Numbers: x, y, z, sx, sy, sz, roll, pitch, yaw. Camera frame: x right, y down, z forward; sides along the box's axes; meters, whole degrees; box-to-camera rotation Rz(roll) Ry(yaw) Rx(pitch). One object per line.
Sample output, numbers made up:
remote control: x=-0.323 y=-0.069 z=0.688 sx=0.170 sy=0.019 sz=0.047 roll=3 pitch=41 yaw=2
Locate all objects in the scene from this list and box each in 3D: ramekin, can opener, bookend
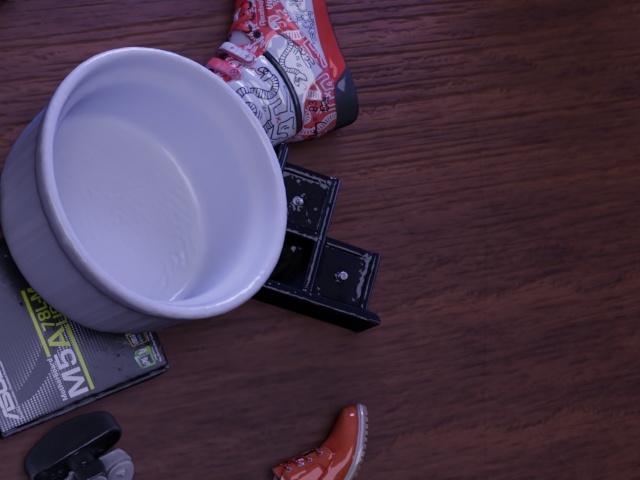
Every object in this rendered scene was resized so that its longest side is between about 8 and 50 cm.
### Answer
ramekin: x=-0.181 y=-0.039 z=1.499 sx=0.277 sy=0.135 sz=0.277 roll=15 pitch=64 yaw=-34
can opener: x=-0.312 y=0.271 z=1.488 sx=0.280 sy=0.074 sz=0.093 roll=-28 pitch=55 yaw=-21
bookend: x=0.000 y=0.000 z=1.619 sx=0.157 sy=0.072 sz=0.156 roll=19 pitch=75 yaw=-13

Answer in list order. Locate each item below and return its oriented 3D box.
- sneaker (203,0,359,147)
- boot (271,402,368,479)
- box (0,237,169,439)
sneaker: x=-0.069 y=-0.231 z=1.631 sx=0.145 sy=0.090 sz=0.270 roll=-20 pitch=89 yaw=-21
boot: x=-0.004 y=0.236 z=1.585 sx=0.084 sy=0.059 sz=0.158 roll=24 pitch=75 yaw=-6
box: x=-0.274 y=0.080 z=1.537 sx=0.184 sy=0.045 sz=0.191 roll=-20 pitch=86 yaw=-22
